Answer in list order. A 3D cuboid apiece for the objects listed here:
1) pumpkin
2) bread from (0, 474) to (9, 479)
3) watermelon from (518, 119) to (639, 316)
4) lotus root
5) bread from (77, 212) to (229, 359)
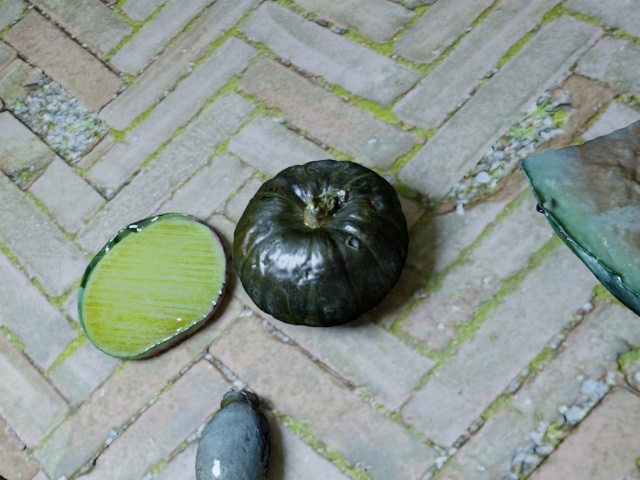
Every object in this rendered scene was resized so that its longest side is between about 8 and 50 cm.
[{"bbox_3d":[0.000,0.000,1.274,0.223,0.157,0.224,-5,55,7],"label":"pumpkin"},{"bbox_3d":[-0.473,0.380,1.201,0.176,0.195,0.246,-6,57,14],"label":"bread"},{"bbox_3d":[0.388,-0.008,1.142,0.302,0.151,0.264,-22,48,-14],"label":"watermelon"},{"bbox_3d":[-0.098,0.241,1.210,0.088,0.088,0.165,-9,46,17],"label":"lotus root"},{"bbox_3d":[-0.226,0.062,1.405,0.228,0.033,0.229,-10,54,15],"label":"bread"}]
